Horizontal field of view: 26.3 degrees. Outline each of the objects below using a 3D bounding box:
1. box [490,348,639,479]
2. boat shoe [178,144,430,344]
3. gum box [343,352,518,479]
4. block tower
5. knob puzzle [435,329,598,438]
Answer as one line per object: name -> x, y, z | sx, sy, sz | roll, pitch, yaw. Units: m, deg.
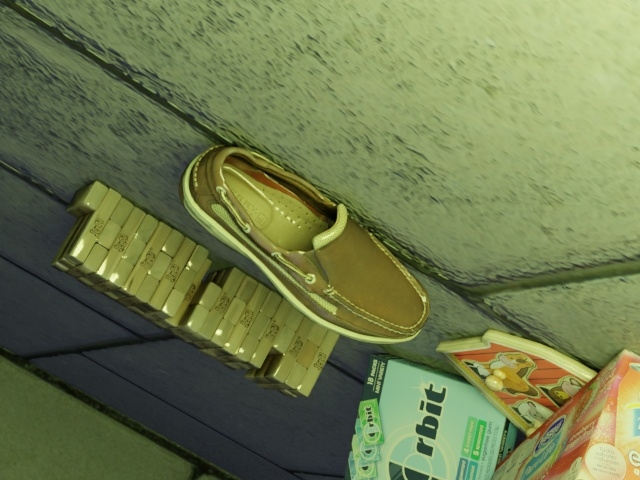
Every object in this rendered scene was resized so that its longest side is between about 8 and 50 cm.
box -> 0.254, 0.251, 1.275 | 0.142, 0.154, 0.300 | 30, 144, 0
boat shoe -> -0.003, 0.007, 1.189 | 0.257, 0.095, 0.095 | 32, 156, -14
gum box -> 0.124, 0.224, 1.522 | 0.184, 0.156, 0.041 | 14, -174, 34
block tower -> -0.147, 0.062, 1.557 | 0.335, 0.097, 0.091 | 34, 161, -18
knob puzzle -> 0.222, 0.159, 1.349 | 0.213, 0.030, 0.213 | 28, 154, 15
